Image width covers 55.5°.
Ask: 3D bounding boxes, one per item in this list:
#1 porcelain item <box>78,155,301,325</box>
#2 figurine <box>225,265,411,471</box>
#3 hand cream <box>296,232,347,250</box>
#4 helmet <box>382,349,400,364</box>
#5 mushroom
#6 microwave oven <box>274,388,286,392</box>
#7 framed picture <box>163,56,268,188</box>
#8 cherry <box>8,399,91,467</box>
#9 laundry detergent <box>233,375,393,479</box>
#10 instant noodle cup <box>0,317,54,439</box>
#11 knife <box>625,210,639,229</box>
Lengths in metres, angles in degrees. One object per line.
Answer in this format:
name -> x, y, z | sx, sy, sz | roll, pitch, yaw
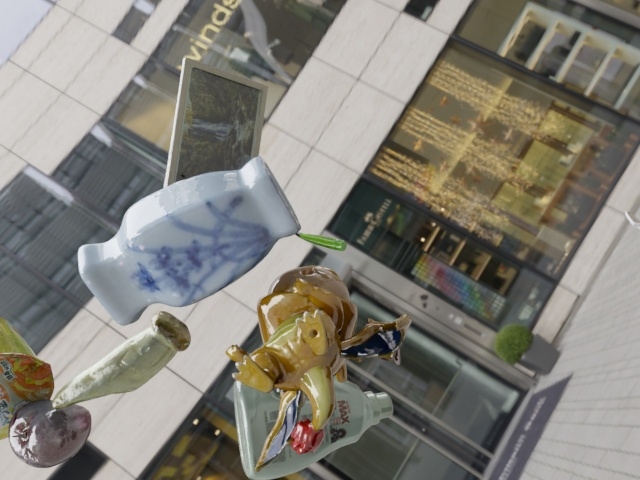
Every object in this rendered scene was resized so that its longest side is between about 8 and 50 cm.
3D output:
porcelain item -> -0.252, 0.001, 1.201 | 0.405, 0.242, 0.178 | -27, 22, 4
figurine -> -0.038, 0.228, 1.225 | 0.400, 0.268, 0.387 | -55, -1, 6
hand cream -> 0.000, 0.000, 1.283 | 0.036, 0.122, 0.023 | 21, -95, -56
helmet -> 0.154, 0.256, 1.466 | 0.111, 0.057, 0.089 | 62, -158, -49
mushroom -> -0.433, 0.283, 1.342 | 0.333, 0.107, 0.087 | -38, -7, 1
microwave oven -> -0.070, 0.385, 2.011 | 0.286, 0.219, 0.354 | 47, -137, -82
framed picture -> -0.245, -0.247, 1.460 | 0.241, 0.020, 0.324 | 11, -94, -39
cherry -> -0.615, 0.435, 1.385 | 0.176, 0.176, 0.139 | 10, -87, -74
laundry detergent -> -0.009, 0.436, 1.544 | 0.125, 0.398, 0.263 | 157, 106, -70
instant noodle cup -> -0.786, 0.312, 1.416 | 0.264, 0.200, 0.264 | -25, -47, -29
knife -> 0.860, -0.039, 1.636 | 0.022, 0.046, 0.256 | -63, -3, 24
